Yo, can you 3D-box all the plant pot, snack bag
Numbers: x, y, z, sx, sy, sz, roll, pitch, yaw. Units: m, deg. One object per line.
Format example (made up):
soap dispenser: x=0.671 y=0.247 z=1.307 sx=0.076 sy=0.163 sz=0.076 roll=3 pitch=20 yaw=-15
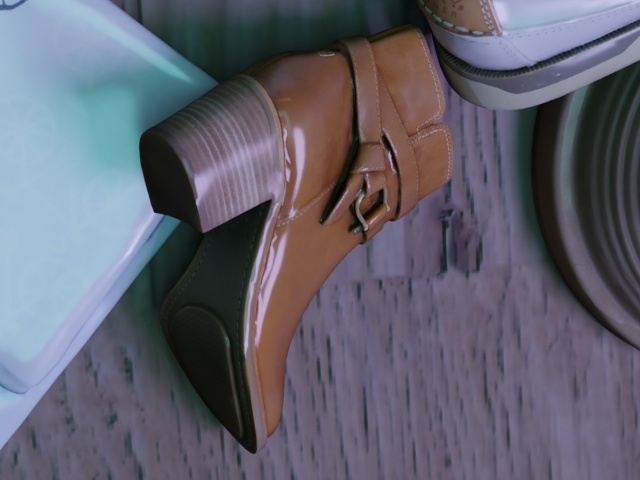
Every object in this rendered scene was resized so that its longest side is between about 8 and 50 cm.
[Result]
plant pot: x=0.235 y=-0.037 z=0.715 sx=0.237 sy=0.110 sz=0.237 roll=-2 pitch=101 yaw=-12
snack bag: x=-0.252 y=-0.017 z=0.643 sx=0.323 sy=0.037 sz=0.342 roll=38 pitch=91 yaw=-18

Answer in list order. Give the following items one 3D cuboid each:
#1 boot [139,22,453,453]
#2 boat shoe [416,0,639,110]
boot: x=0.000 y=0.000 z=0.690 sx=0.152 sy=0.073 sz=0.197 roll=-28 pitch=133 yaw=-30
boat shoe: x=0.182 y=-0.173 z=0.658 sx=0.302 sy=0.113 sz=0.103 roll=-32 pitch=141 yaw=-5
